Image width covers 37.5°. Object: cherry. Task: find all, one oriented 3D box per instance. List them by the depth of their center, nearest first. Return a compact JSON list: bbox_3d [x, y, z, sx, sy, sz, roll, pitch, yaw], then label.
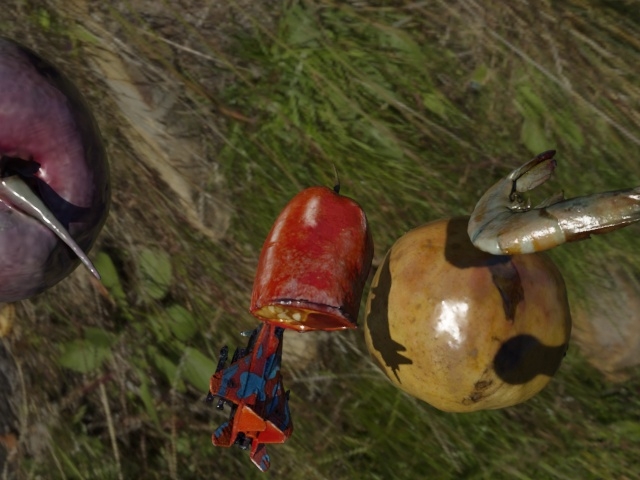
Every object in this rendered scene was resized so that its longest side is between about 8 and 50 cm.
[{"bbox_3d":[-0.270,-0.058,0.765,0.184,0.266,0.213,-11,103,-38],"label":"cherry"}]

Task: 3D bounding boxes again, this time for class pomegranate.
[{"bbox_3d":[0.191,0.096,1.265,0.281,0.281,0.281,-8,107,-28],"label":"pomegranate"}]

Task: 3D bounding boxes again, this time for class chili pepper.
[{"bbox_3d":[0.000,0.000,0.788,0.086,0.084,0.192,42,39,-28],"label":"chili pepper"}]

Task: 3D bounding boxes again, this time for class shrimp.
[{"bbox_3d":[0.225,-0.043,0.825,0.195,0.148,0.035,-12,116,21],"label":"shrimp"}]

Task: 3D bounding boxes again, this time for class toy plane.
[{"bbox_3d":[-0.061,0.122,0.919,0.130,0.061,0.189,41,41,-41],"label":"toy plane"}]

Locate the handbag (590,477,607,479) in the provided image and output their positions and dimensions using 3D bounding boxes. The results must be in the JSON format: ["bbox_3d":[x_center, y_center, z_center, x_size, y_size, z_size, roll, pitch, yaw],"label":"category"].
[{"bbox_3d":[0.292,0.369,0.988,0.079,0.219,0.256,-36,157,27],"label":"handbag"}]
